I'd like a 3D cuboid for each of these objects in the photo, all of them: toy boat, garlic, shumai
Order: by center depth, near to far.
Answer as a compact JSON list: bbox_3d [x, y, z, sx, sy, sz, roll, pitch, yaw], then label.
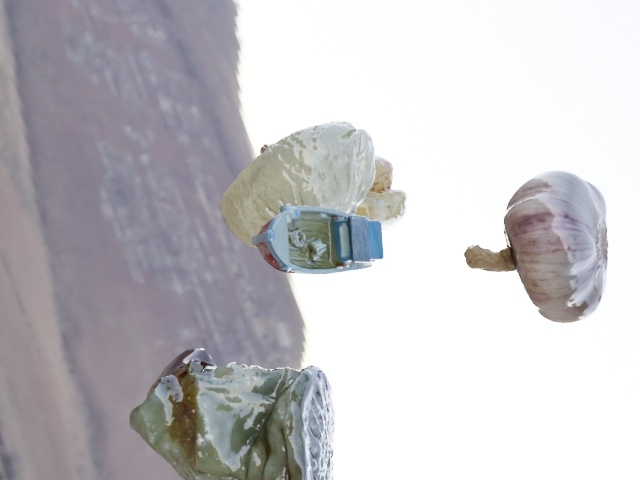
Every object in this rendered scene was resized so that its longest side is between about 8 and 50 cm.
[{"bbox_3d":[0.000,0.000,1.470,0.058,0.173,0.069,-10,-100,44],"label":"toy boat"},{"bbox_3d":[-0.089,0.253,1.595,0.222,0.203,0.272,-30,118,-77],"label":"shumai"},{"bbox_3d":[0.340,0.014,2.374,0.245,0.253,0.245,19,68,-59],"label":"garlic"}]

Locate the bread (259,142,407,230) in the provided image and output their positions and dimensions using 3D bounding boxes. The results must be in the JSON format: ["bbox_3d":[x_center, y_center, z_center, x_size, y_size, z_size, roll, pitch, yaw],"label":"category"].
[{"bbox_3d":[0.007,-0.073,2.127,0.198,0.236,0.120,-3,102,-63],"label":"bread"}]

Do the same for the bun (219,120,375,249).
[{"bbox_3d":[-0.015,-0.063,1.904,0.134,0.220,0.220,56,-7,7],"label":"bun"}]
